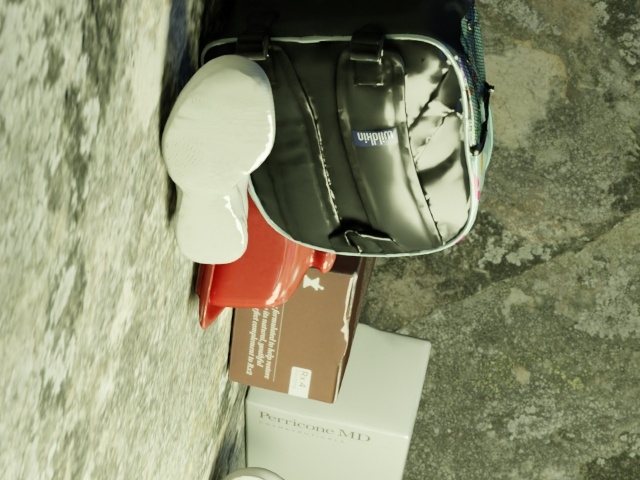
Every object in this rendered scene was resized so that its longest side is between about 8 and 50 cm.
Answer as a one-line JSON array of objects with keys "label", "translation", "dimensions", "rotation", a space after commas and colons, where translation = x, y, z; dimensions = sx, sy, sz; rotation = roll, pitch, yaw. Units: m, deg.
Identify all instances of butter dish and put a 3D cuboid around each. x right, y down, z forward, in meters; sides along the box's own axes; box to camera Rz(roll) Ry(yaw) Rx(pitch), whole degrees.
[{"label": "butter dish", "translation": [-0.043, 0.003, 1.254], "dimensions": [0.160, 0.118, 0.160], "rotation": [-50, 151, -79]}]

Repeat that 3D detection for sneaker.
[{"label": "sneaker", "translation": [-0.080, -0.078, 1.012], "dimensions": [0.212, 0.080, 0.094], "rotation": [106, -12, -52]}]

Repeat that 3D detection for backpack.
[{"label": "backpack", "translation": [0.035, -0.110, 1.115], "dimensions": [0.191, 0.225, 0.254], "rotation": [-69, 153, -45]}]

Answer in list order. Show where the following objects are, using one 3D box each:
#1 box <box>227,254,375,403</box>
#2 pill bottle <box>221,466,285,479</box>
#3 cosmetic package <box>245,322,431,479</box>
[{"label": "box", "translation": [0.000, 0.000, 1.629], "dimensions": [0.381, 0.143, 0.191], "rotation": [-74, 174, -56]}, {"label": "pill bottle", "translation": [-0.081, 0.334, 1.638], "dimensions": [0.193, 0.108, 0.108], "rotation": [80, 22, -76]}, {"label": "cosmetic package", "translation": [0.017, 0.296, 1.958], "dimensions": [0.453, 0.230, 0.162], "rotation": [93, 11, -55]}]
